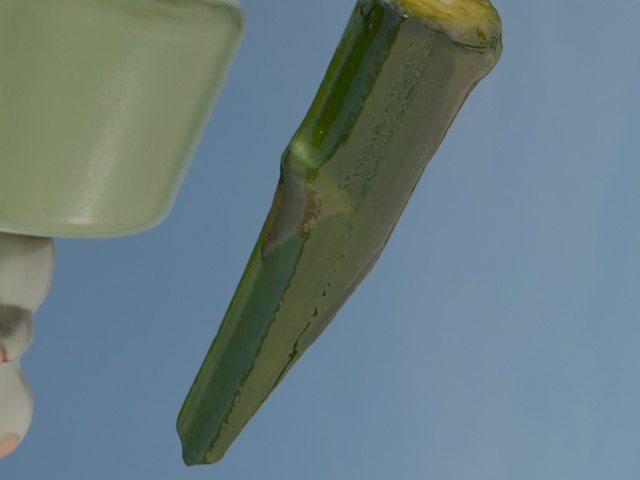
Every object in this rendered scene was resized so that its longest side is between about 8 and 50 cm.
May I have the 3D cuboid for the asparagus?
[{"bbox_3d":[0.000,0.000,0.488,0.045,0.041,0.178,-21,-37,-53],"label":"asparagus"}]

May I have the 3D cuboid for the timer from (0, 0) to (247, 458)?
[{"bbox_3d":[-0.211,-0.008,0.826,0.291,0.291,0.315,0,-74,-57],"label":"timer"}]
